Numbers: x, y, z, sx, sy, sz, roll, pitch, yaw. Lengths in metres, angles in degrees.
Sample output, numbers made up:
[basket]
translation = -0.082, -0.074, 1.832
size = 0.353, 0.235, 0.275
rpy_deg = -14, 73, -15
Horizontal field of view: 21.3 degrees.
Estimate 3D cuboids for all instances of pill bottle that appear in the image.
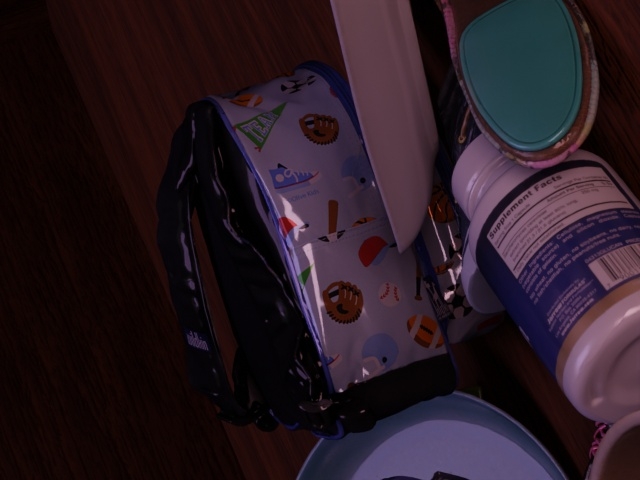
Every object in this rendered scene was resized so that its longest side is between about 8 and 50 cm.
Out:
[pill bottle]
translation = 0.138, 0.010, 0.925
size = 0.094, 0.094, 0.169
rpy_deg = 82, 164, -45

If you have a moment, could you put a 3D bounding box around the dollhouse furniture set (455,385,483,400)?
[dollhouse furniture set]
translation = 0.099, 0.162, 1.441
size = 0.152, 0.076, 0.059
rpy_deg = 134, 128, -75

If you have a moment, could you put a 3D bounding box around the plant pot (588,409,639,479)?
[plant pot]
translation = 0.230, 0.148, 0.504
size = 0.284, 0.191, 0.284
rpy_deg = 159, 90, -78

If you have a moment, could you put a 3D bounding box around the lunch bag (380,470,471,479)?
[lunch bag]
translation = 0.141, 0.272, 1.051
size = 0.115, 0.243, 0.303
rpy_deg = -60, 28, 21

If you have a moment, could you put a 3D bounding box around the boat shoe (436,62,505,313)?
[boat shoe]
translation = 0.111, -0.038, 1.067
size = 0.183, 0.065, 0.083
rpy_deg = 92, 159, -49

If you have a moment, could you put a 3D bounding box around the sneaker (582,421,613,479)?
[sneaker]
translation = 0.180, 0.124, 1.022
size = 0.047, 0.057, 0.119
rpy_deg = 135, 115, -79

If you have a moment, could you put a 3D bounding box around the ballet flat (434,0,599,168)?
[ballet flat]
translation = 0.103, -0.120, 0.954
size = 0.079, 0.077, 0.222
rpy_deg = 54, -168, -57

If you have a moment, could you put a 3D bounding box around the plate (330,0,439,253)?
[plate]
translation = 0.028, -0.178, 1.057
size = 0.278, 0.045, 0.277
rpy_deg = 72, -171, -52

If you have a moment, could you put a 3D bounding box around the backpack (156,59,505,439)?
[backpack]
translation = 0.000, 0.000, 1.267
size = 0.263, 0.213, 0.276
rpy_deg = 65, 160, -4

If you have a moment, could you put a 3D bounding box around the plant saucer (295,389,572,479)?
[plant saucer]
translation = 0.095, 0.269, 1.305
size = 0.317, 0.043, 0.318
rpy_deg = -1, 89, 42
